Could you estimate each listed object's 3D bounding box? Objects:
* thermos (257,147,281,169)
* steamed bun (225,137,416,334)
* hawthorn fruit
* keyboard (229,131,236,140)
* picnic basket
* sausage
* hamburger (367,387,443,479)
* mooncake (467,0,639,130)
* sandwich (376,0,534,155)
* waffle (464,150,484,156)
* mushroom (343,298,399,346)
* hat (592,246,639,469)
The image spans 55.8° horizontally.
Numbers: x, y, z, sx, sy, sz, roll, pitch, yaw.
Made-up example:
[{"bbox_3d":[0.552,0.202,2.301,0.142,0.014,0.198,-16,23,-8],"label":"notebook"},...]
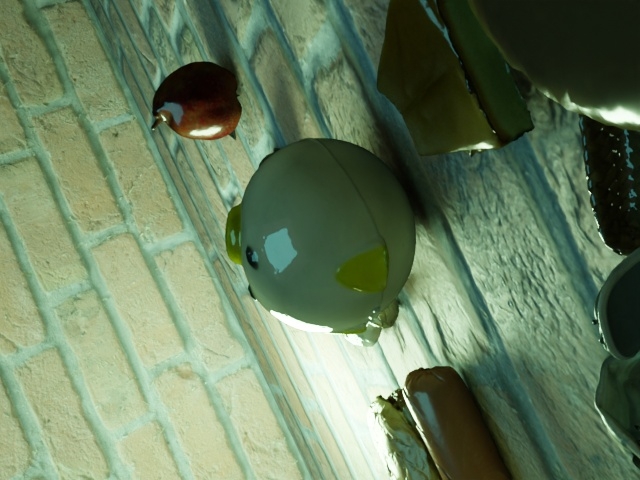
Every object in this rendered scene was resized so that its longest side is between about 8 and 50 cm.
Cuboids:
[{"bbox_3d":[-0.108,-0.152,1.492,0.193,0.105,0.137,126,143,-74],"label":"thermos"},{"bbox_3d":[0.006,-0.002,1.066,0.334,0.334,0.374,56,162,23],"label":"steamed bun"},{"bbox_3d":[-0.330,-0.349,1.571,0.208,0.248,0.208,44,148,37],"label":"hawthorn fruit"},{"bbox_3d":[-0.302,-0.362,1.825,0.202,0.011,0.067,40,150,48],"label":"keyboard"},{"bbox_3d":[0.317,-0.074,0.588,0.110,0.055,0.193,21,132,60],"label":"picnic basket"},{"bbox_3d":[0.259,0.376,1.135,0.304,0.121,0.121,64,159,0],"label":"sausage"},{"bbox_3d":[0.205,0.460,1.305,0.259,0.145,0.283,107,145,-77],"label":"hamburger"},{"bbox_3d":[0.218,-0.280,0.324,0.393,0.246,0.394,-131,25,-56],"label":"mooncake"},{"bbox_3d":[0.122,-0.219,0.723,0.245,0.063,0.212,63,162,-14],"label":"sandwich"},{"bbox_3d":[0.184,-0.193,0.792,0.148,0.042,0.102,59,160,16],"label":"waffle"},{"bbox_3d":[0.110,0.170,1.330,0.223,0.081,0.092,118,143,-62],"label":"mushroom"},{"bbox_3d":[0.375,0.104,0.533,0.232,0.161,0.275,20,109,43],"label":"hat"}]
